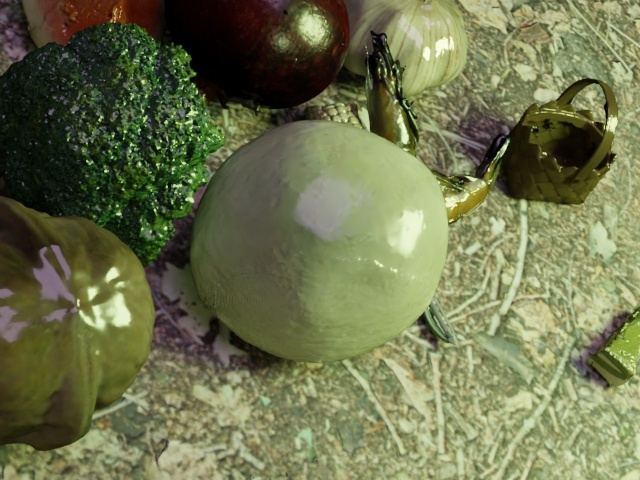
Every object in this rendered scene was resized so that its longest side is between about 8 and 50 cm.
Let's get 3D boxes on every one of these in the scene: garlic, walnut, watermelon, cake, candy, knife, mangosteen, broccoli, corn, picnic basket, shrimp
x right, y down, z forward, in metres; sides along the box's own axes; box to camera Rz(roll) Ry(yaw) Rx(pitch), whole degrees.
[{"bbox_3d":[0.112,-0.315,1.673,0.199,0.226,0.199,10,38,-8],"label":"garlic"},{"bbox_3d":[-0.280,0.080,1.208,0.248,0.248,0.248,13,55,-20],"label":"walnut"},{"bbox_3d":[-0.264,-0.246,1.530,0.193,0.137,0.145,6,93,-25],"label":"watermelon"},{"bbox_3d":[0.387,0.121,1.651,0.055,0.051,0.140,33,48,-3],"label":"cake"},{"bbox_3d":[0.000,0.000,1.412,0.295,0.185,0.295,1,83,-4],"label":"candy"},{"bbox_3d":[0.118,0.056,1.572,0.184,0.026,0.022,62,14,21],"label":"knife"},{"bbox_3d":[-0.097,-0.241,1.558,0.235,0.235,0.261,38,94,-1],"label":"mangosteen"},{"bbox_3d":[-0.228,-0.099,1.359,0.261,0.241,0.269,37,94,14],"label":"broccoli"},{"bbox_3d":[0.029,-0.096,1.584,0.087,0.087,0.211,4,59,-25],"label":"corn"},{"bbox_3d":[0.330,-0.136,1.705,0.138,0.178,0.128,5,57,-25],"label":"picnic basket"},{"bbox_3d":[0.146,-0.150,1.634,0.198,0.051,0.262,-17,98,-25],"label":"shrimp"}]
